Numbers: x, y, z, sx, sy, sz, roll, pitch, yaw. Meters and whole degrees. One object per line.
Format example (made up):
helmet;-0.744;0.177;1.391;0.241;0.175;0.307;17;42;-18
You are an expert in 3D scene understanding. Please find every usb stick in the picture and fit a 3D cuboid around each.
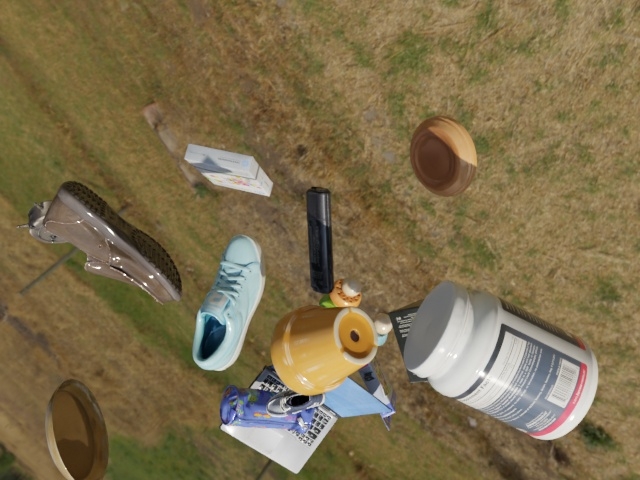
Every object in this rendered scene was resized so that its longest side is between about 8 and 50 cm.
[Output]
usb stick;0.000;0.000;1.368;0.077;0.045;0.278;10;109;42

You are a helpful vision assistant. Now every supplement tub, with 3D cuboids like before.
supplement tub;0.302;0.201;0.906;0.272;0.191;0.191;26;143;-5

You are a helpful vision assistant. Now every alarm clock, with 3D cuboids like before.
alarm clock;-0.624;-0.039;1.304;0.129;0.192;0.064;-36;63;32

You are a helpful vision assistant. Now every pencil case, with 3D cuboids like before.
pencil case;-0.161;0.539;1.674;0.306;0.119;0.133;17;-171;-27

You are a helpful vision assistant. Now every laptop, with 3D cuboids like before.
laptop;-0.049;0.604;1.795;0.382;0.408;0.236;42;171;-25

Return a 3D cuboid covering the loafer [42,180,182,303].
loafer;-0.470;0.026;1.215;0.366;0.130;0.134;47;-173;-22

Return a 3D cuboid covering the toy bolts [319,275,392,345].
toy bolts;0.094;0.236;1.552;0.228;0.218;0.158;38;136;4

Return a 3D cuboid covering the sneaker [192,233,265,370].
sneaker;-0.234;0.154;1.352;0.135;0.366;0.150;9;173;10

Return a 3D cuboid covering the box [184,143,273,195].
box;-0.195;-0.152;1.162;0.145;0.038;0.186;13;173;9

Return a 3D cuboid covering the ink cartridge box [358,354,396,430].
ink cartridge box;0.212;0.527;1.984;0.065;0.186;0.311;-25;88;10

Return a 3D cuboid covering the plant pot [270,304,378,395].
plant pot;0.022;0.234;1.200;0.205;0.205;0.188;48;138;-12

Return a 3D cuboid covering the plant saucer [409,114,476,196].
plant saucer;0.287;-0.200;1.285;0.200;0.037;0.200;33;134;43

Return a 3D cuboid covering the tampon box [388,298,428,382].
tampon box;0.244;0.211;1.154;0.101;0.120;0.161;-22;84;49

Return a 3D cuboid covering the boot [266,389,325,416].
boot;-0.085;0.442;1.455;0.189;0.069;0.086;-24;158;21

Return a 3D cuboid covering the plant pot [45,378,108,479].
plant pot;-0.532;0.421;1.156;0.236;0.032;0.236;161;90;-88
